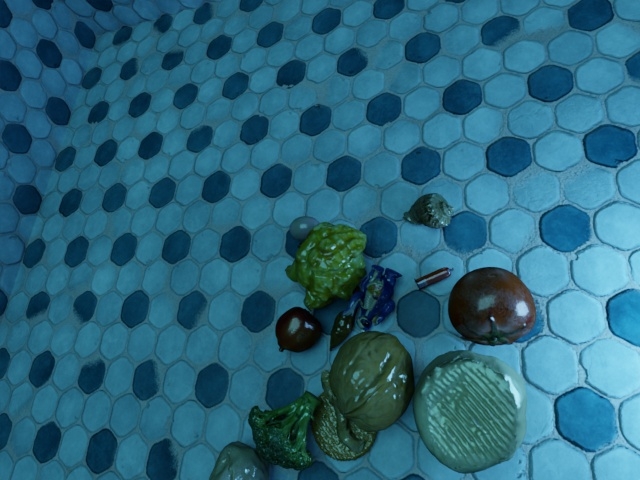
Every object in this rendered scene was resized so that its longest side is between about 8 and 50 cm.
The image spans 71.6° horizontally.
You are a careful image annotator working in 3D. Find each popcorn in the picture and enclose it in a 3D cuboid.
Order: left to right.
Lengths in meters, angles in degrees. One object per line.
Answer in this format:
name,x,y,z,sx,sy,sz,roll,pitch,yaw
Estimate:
popcorn,0.038,0.092,1.664,0.274,0.279,0.335,33,71,2

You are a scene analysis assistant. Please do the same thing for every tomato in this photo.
tomato,0.542,0.206,1.417,0.265,0.265,0.265,-8,67,20

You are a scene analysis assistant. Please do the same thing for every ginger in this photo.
ginger,0.069,0.584,1.526,0.089,0.075,0.288,-50,53,36

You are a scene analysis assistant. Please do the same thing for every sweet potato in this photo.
sweet potato,0.097,0.293,1.673,0.075,0.075,0.269,18,74,28

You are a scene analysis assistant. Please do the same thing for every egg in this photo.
egg,-0.064,-0.051,1.859,0.135,0.103,0.103,-6,67,16

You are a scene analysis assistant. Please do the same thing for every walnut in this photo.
walnut,0.167,0.451,1.447,0.252,0.277,0.313,1,31,38

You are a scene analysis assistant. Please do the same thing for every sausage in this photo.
sausage,0.418,0.132,1.621,0.145,0.048,0.050,-26,23,11

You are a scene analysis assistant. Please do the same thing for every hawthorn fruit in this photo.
hawthorn fruit,-0.093,0.349,1.682,0.169,0.169,0.188,32,83,30

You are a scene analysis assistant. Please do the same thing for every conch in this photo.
conch,0.417,-0.113,1.705,0.207,0.130,0.155,-11,29,42

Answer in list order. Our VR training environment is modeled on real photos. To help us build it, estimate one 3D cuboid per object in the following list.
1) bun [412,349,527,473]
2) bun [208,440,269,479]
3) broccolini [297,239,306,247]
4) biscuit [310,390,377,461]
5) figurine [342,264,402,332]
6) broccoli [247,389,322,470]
bun,0.459,0.507,1.362,0.359,0.211,0.360,-6,77,27
bun,-0.285,0.846,1.525,0.205,0.281,0.281,20,77,2
broccolini,-0.002,-0.005,1.810,0.194,0.054,0.052,-20,43,11
biscuit,0.083,0.637,1.559,0.254,0.035,0.254,-9,65,20
figurine,0.196,0.214,1.645,0.164,0.121,0.262,33,91,-9
broccoli,-0.102,0.642,1.519,0.269,0.254,0.269,-6,63,12
